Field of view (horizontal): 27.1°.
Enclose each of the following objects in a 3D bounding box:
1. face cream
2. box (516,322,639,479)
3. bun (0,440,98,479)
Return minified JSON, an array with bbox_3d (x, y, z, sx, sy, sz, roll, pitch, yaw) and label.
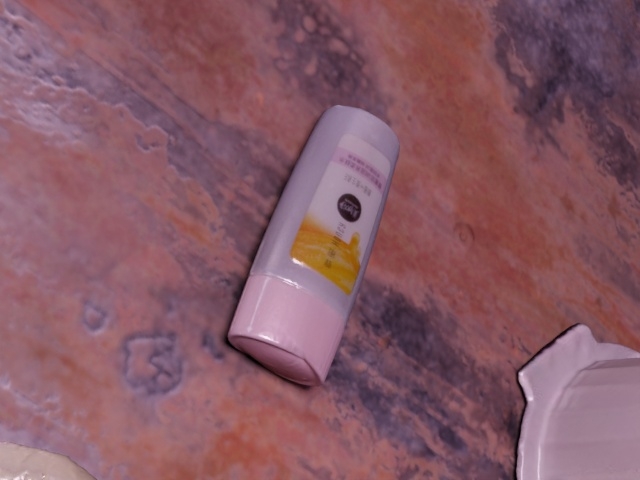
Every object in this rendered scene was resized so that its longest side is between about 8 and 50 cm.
[{"bbox_3d":[0.000,0.000,0.949,0.084,0.057,0.198,33,61,-27],"label":"face cream"},{"bbox_3d":[0.301,0.203,1.039,0.262,0.206,0.291,29,61,-29],"label":"box"},{"bbox_3d":[-0.183,0.202,0.731,0.183,0.102,0.183,2,79,-8],"label":"bun"}]
